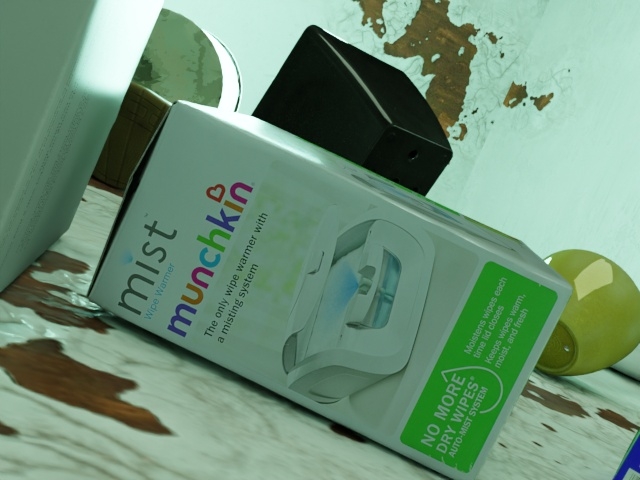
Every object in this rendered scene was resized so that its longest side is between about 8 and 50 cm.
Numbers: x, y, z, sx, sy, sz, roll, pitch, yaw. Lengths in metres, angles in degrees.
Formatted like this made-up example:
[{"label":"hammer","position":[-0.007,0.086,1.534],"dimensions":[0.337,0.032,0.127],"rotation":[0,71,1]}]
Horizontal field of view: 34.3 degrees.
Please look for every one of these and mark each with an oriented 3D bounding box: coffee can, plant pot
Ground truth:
[{"label":"coffee can","position":[-0.229,-0.233,1.543],"dimensions":[0.201,0.202,0.275],"rotation":[24,6,-2]},{"label":"plant pot","position":[0.255,0.088,1.074],"dimensions":[0.134,0.134,0.095],"rotation":[27,36,27]},{"label":"plant pot","position":[0.041,-0.109,1.224],"dimensions":[0.188,0.187,0.167],"rotation":[17,24,-47]}]

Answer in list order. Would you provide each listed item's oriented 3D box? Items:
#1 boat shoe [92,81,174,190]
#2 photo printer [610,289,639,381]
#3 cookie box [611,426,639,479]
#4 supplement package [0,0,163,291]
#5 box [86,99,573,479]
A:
[{"label":"boat shoe","position":[-0.222,-0.122,1.071],"dimensions":[0.285,0.105,0.089],"rotation":[25,9,19]},{"label":"photo printer","position":[0.458,0.133,1.462],"dimensions":[0.256,0.107,0.307],"rotation":[23,6,-7]},{"label":"cookie box","position":[0.227,0.130,0.673],"dimensions":[0.040,0.092,0.107],"rotation":[30,7,21]},{"label":"supplement package","position":[-0.202,-0.094,0.537],"dimensions":[0.175,0.178,0.293],"rotation":[23,6,-8]},{"label":"box","position":[0.011,0.019,0.657],"dimensions":[0.231,0.127,0.262],"rotation":[26,7,3]}]
